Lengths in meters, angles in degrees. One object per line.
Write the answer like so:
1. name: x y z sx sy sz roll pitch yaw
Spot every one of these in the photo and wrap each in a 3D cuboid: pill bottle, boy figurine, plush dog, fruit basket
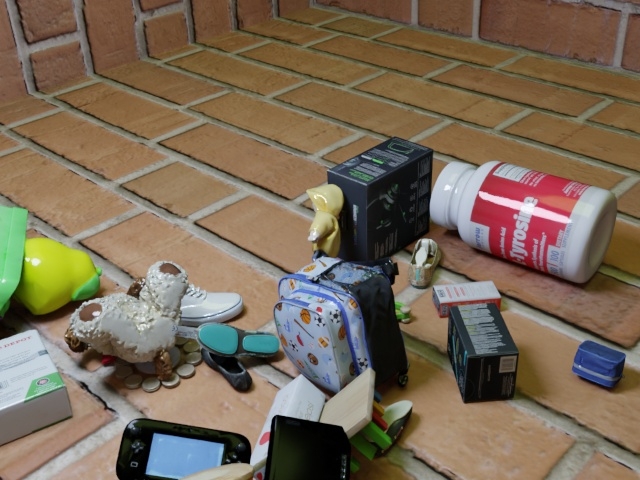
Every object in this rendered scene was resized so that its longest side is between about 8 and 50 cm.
1. pill bottle: 0.486 -0.063 1.872 0.407 0.229 0.229 20 38 33
2. boy figurine: 0.000 0.000 1.756 0.092 0.177 0.285 0 74 12
3. plush dog: -0.399 0.174 1.589 0.262 0.211 0.225 -33 24 -35
4. fruit basket: -0.712 0.089 1.742 0.392 0.283 0.392 38 14 -11

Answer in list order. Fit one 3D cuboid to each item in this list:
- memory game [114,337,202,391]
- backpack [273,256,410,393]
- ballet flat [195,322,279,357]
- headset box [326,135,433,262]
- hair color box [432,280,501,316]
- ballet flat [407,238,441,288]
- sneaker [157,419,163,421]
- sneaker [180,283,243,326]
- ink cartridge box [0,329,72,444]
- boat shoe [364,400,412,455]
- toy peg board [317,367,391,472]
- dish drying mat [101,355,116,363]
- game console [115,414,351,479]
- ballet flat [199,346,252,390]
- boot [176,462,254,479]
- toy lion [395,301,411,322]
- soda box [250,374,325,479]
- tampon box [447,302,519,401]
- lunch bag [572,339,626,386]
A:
1. memory game: -0.342 0.253 1.611 0.186 0.012 0.186 -2 32 1
2. backpack: 0.028 0.163 1.530 0.213 0.277 0.263 -19 22 -28
3. ballet flat: -0.177 0.211 1.580 0.188 0.070 0.070 16 23 -26
4. headset box: 0.147 -0.092 1.925 0.131 0.246 0.283 25 41 37
5. hair color box: 0.331 0.132 1.739 0.141 0.043 0.072 -4 31 -5
6. ballet flat: 0.257 0.037 1.876 0.073 0.067 0.206 4 31 11
7. sneaker: -0.168 0.400 1.229 0.350 0.148 0.131 17 36 28
8. sneaker: -0.304 0.135 1.724 0.258 0.091 0.094 -4 31 -3
9. ink cartridge box: -0.597 0.283 1.504 0.153 0.087 0.208 -19 36 -25
10. boat shoe: 0.129 0.343 1.411 0.049 0.042 0.133 -2 24 42
11. toy peg board: 0.054 0.335 1.350 0.161 0.079 0.161 -42 10 18
12. dish drying mat: -0.450 0.235 1.637 0.032 0.008 0.083 -15 26 -4
13. game console: -0.131 0.363 1.175 0.361 0.044 0.213 11 51 -8
14. ballet flat: -0.193 0.247 1.575 0.057 0.049 0.173 -23 37 -33
15. boot: -0.195 0.454 1.069 0.295 0.211 0.104 -23 -3 3
16. toy lion: 0.143 0.158 1.724 0.100 0.034 0.096 -11 25 -14
17. soda box: -0.057 0.339 1.357 0.069 0.074 0.216 43 28 -11
18. tampon box: 0.318 0.220 1.521 0.101 0.120 0.161 -4 32 -2
19. lunch bag: 0.555 0.249 1.516 0.098 0.065 0.067 22 23 35
